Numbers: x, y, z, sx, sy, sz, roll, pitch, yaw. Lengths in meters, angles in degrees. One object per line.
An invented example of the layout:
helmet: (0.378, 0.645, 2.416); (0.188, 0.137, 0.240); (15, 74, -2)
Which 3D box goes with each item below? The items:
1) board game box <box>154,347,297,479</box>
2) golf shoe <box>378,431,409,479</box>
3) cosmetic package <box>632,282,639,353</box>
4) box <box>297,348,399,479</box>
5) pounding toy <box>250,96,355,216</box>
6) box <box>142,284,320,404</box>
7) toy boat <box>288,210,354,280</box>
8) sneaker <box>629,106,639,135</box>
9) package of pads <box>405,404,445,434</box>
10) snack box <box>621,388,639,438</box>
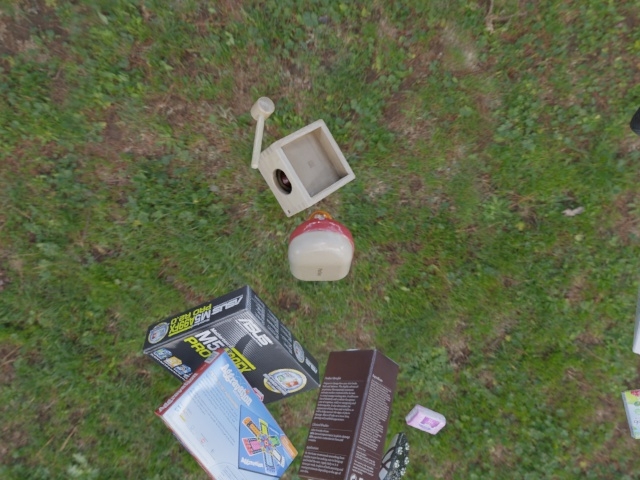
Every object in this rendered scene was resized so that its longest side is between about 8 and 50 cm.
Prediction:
board game box: (-0.152, 0.338, 0.880); (0.145, 0.027, 0.281); (-45, 120, -32)
golf shoe: (0.199, 0.728, 1.602); (0.120, 0.272, 0.105); (-3, 132, 35)
cosmetic package: (0.598, 0.051, 0.807); (0.138, 0.224, 0.224); (13, 114, 30)
box: (0.087, 0.520, 1.479); (0.143, 0.191, 0.381); (37, 55, -33)
pounding toy: (-0.070, -0.153, 0.923); (0.181, 0.094, 0.206); (-35, 98, -33)
box: (-0.156, 0.218, 0.943); (0.216, 0.060, 0.270); (-22, 130, 15)
toy boat: (0.000, 0.000, 1.188); (0.151, 0.231, 0.151); (0, 70, -2)
sneaker: (0.416, -0.202, 0.576); (0.089, 0.051, 0.170); (26, 130, -25)
package of pads: (0.253, 0.430, 1.216); (0.083, 0.032, 0.050); (26, 118, -15)
snack box: (1.013, 0.538, 1.577); (0.100, 0.037, 0.141); (-9, 77, 12)
